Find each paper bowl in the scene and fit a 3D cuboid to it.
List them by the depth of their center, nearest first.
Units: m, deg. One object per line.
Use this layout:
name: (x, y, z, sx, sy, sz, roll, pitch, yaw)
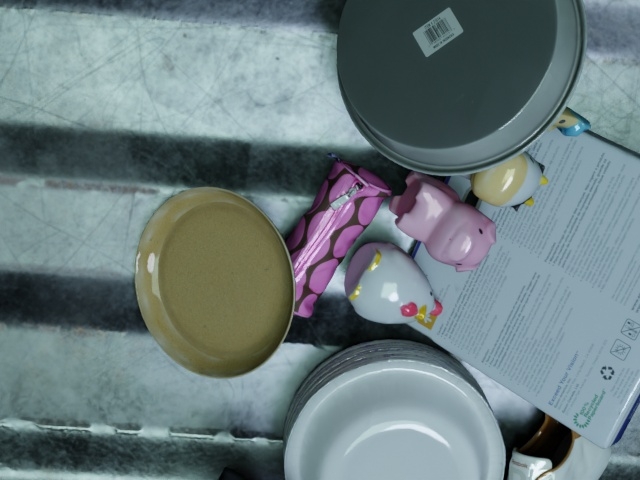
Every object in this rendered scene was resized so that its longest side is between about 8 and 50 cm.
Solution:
paper bowl: (0.094, 0.281, 1.367, 0.284, 0.148, 0.284, -1, 104, -2)

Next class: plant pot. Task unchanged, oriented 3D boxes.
plant pot: (-0.126, 0.051, 1.311, 0.236, 0.032, 0.236, 4, 98, 30)

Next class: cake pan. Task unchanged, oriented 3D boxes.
cake pan: (0.142, -0.220, 1.177, 0.293, 0.054, 0.293, -3, 83, 25)

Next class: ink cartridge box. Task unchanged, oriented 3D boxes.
ink cartridge box: (0.285, 0.028, 1.301, 0.330, 0.071, 0.324, 32, 109, 27)

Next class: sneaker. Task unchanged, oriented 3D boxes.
sneaker: (0.259, 0.340, 1.367, 0.123, 0.106, 0.290, 43, 67, -31)

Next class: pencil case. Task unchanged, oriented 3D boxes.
pencil case: (0.000, 0.000, 1.321, 0.095, 0.098, 0.209, 29, 100, -9)

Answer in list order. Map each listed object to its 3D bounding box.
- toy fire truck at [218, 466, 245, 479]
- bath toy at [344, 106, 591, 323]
toy fire truck: (-0.144, 0.419, 1.310, 0.158, 0.217, 0.246, 26, 63, 2)
bath toy: (0.164, -0.032, 1.267, 0.129, 0.151, 0.348, 28, 112, -18)
